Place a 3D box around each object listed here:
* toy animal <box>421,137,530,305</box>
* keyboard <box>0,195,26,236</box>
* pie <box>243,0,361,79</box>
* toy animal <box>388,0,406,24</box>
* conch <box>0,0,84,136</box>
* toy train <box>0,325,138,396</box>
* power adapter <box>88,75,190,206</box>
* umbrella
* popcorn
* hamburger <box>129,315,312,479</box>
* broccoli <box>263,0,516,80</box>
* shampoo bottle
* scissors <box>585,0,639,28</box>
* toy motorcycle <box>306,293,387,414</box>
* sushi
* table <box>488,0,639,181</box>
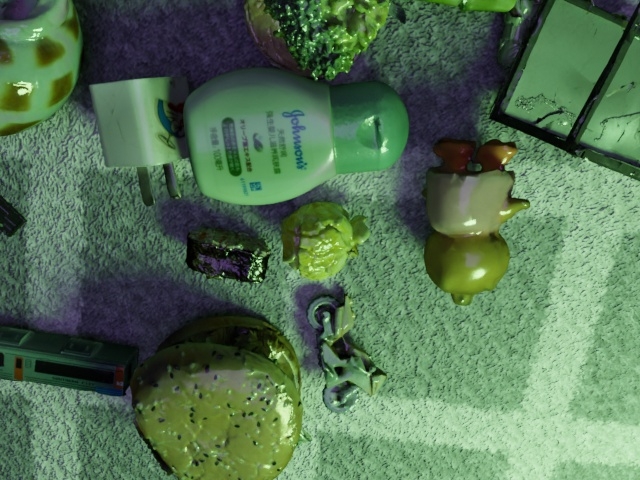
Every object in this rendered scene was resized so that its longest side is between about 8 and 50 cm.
[{"bbox_3d":[0.250,-0.023,0.920,0.195,0.169,0.281,14,119,42],"label":"toy animal"},{"bbox_3d":[-0.617,-0.076,1.005,0.053,0.010,0.155,-41,101,11],"label":"keyboard"},{"bbox_3d":[-0.032,-0.369,0.882,0.185,0.052,0.218,-11,107,3],"label":"pie"},{"bbox_3d":[0.106,-0.386,0.885,0.084,0.028,0.050,20,114,-5],"label":"toy animal"},{"bbox_3d":[-0.510,-0.283,0.849,0.368,0.197,0.249,-23,72,6],"label":"conch"},{"bbox_3d":[-0.564,0.218,1.051,0.409,0.086,0.089,10,105,-1],"label":"toy train"},{"bbox_3d":[-0.279,-0.160,0.900,0.125,0.130,0.205,2,109,26],"label":"power adapter"},{"bbox_3d":[0.324,-0.350,0.875,0.067,0.062,0.143,19,112,17],"label":"umbrella"},{"bbox_3d":[0.000,0.000,0.948,0.162,0.135,0.141,13,85,10],"label":"popcorn"},{"bbox_3d":[-0.165,0.295,1.010,0.277,0.195,0.318,-27,106,11],"label":"hamburger"},{"bbox_3d":[0.088,-0.372,0.758,0.397,0.275,0.353,35,93,-23],"label":"broccoli"},{"bbox_3d":[-0.032,-0.173,0.889,0.349,0.151,0.222,-5,108,2],"label":"shampoo bottle"},{"bbox_3d":[0.472,-0.347,0.888,0.204,0.027,0.101,8,108,1],"label":"scissors"},{"bbox_3d":[0.052,0.210,1.036,0.130,0.094,0.229,-11,93,0],"label":"toy motorcycle"},{"bbox_3d":[-0.166,0.024,0.983,0.150,0.090,0.078,12,110,-4],"label":"sushi"},{"bbox_3d":[0.478,-0.196,0.778,0.335,0.272,0.222,17,108,-12],"label":"table"}]
